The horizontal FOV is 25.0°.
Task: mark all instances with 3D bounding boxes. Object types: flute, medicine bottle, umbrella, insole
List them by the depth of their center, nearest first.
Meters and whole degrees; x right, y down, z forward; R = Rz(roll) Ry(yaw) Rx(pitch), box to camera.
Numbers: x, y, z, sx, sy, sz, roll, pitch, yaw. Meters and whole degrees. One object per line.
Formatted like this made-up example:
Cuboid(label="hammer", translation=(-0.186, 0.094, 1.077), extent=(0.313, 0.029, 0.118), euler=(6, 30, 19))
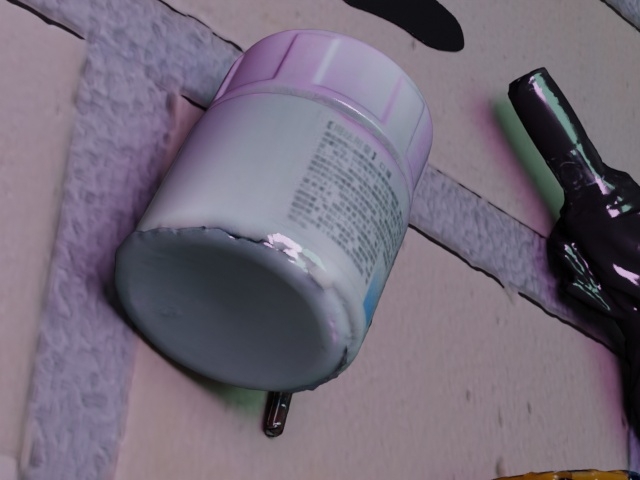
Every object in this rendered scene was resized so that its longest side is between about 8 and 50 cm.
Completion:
Cuboid(label="medicine bottle", translation=(-0.019, -0.019, 0.779), extent=(0.135, 0.135, 0.168), euler=(44, 46, -24))
Cuboid(label="flute", translation=(0.000, 0.000, 0.881), extent=(0.014, 0.014, 0.269), euler=(37, 49, -30))
Cuboid(label="insole", translation=(0.058, -0.165, 1.024), extent=(0.135, 0.002, 0.045), euler=(14, 61, -43))
Cuboid(label="umbrella", translation=(0.233, 0.026, 1.049), extent=(0.118, 0.118, 0.340), euler=(-39, 102, -48))

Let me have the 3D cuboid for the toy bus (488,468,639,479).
Cuboid(label="toy bus", translation=(0.135, 0.234, 0.856), extent=(0.114, 0.098, 0.201), euler=(18, 63, -39))
